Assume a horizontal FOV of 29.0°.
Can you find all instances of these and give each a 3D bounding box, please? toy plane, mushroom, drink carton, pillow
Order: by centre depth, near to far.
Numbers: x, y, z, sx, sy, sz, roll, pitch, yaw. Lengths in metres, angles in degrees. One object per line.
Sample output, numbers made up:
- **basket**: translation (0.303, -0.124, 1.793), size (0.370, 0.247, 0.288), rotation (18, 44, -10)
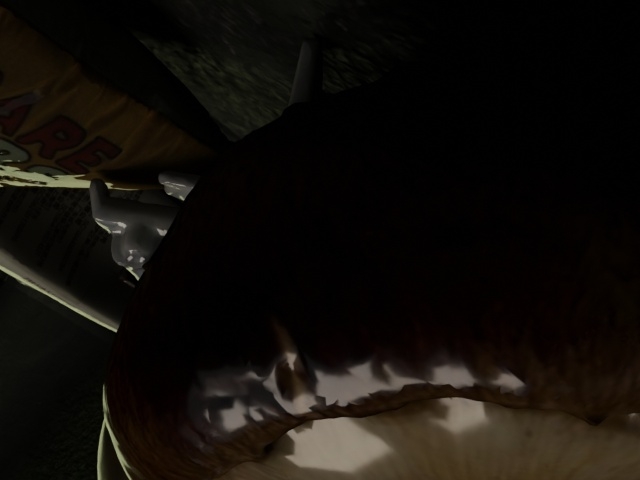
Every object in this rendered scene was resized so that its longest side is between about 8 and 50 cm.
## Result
- **mushroom**: translation (0.067, 0.052, 0.450), size (0.297, 0.163, 0.278), rotation (-24, 125, 39)
- **toy plane**: translation (0.000, 0.000, 0.633), size (0.245, 0.117, 0.244), rotation (7, 163, 2)
- **pillow**: translation (-0.230, -0.116, 0.654), size (0.312, 0.119, 0.310), rotation (11, 162, 37)
- **drink carton**: translation (-0.274, -0.054, 1.019), size (0.194, 0.132, 0.324), rotation (20, 166, 41)

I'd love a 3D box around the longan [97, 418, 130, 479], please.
- **longan**: translation (-0.029, 0.205, 1.108), size (0.361, 0.361, 0.361), rotation (28, 168, 7)
